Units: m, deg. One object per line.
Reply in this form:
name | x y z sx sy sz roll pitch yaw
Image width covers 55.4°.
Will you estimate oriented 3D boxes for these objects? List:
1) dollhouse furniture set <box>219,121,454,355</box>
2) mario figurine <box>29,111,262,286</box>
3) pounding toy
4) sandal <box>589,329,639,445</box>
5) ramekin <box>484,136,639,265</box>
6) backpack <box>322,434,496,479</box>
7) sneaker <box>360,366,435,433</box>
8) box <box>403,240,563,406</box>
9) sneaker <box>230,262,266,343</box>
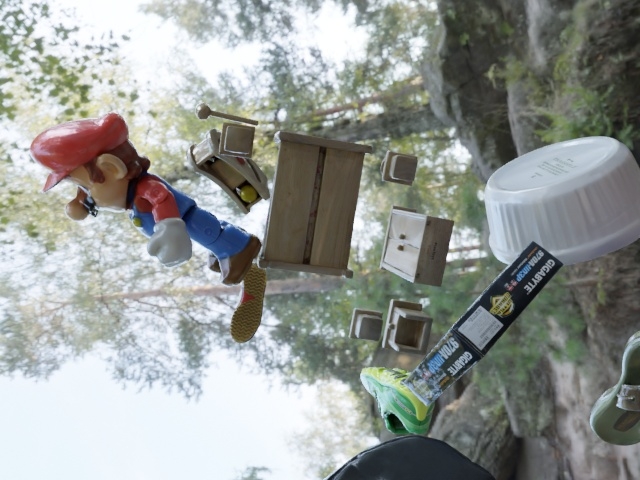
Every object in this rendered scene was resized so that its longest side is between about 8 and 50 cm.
dollhouse furniture set | 0.000 0.000 0.956 0.356 0.174 0.303 9 -86 -12
mario figurine | -0.253 -0.033 0.840 0.321 0.198 0.170 35 -129 -21
pounding toy | -0.205 -0.204 1.432 0.269 0.155 0.154 50 -162 -18
sandal | 0.482 0.235 0.884 0.302 0.120 0.086 89 -156 -45
ramekin | 0.402 -0.073 1.021 0.273 0.273 0.127 -46 -64 -50
backpack | 0.041 0.414 0.747 0.290 0.273 0.355 -36 -45 -29
sneaker | 0.145 0.319 1.222 0.295 0.110 0.123 142 133 -80
box | 0.206 0.117 0.804 0.051 0.220 0.175 43 -118 15
sneaker | -0.159 0.145 1.398 0.084 0.070 0.185 102 -177 -80
